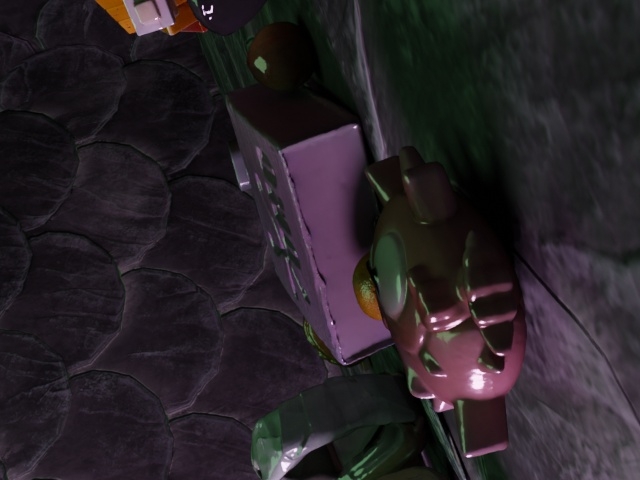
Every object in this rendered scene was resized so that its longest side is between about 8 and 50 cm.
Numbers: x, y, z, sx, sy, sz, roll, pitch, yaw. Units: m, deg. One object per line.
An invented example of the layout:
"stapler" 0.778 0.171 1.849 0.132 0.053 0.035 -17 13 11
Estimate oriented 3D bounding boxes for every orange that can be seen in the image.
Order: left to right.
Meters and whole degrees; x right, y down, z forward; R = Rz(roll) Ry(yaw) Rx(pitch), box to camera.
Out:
"orange" 0.071 0.047 0.795 0.085 0.085 0.085 157 90 -85

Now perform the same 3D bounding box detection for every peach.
"peach" -0.048 -0.218 0.888 0.083 0.083 0.083 157 90 -85

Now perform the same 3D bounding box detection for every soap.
"soap" -0.010 -0.040 0.943 0.285 0.107 0.296 -132 25 -62

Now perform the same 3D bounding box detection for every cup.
"cup" -0.101 -0.160 1.390 0.128 0.129 0.095 -116 13 -65

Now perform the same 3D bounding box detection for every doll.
"doll" 0.086 0.038 0.512 0.262 0.093 0.211 154 100 -87

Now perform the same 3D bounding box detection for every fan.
"fan" 0.162 0.249 1.077 0.131 0.009 0.240 83 163 -72

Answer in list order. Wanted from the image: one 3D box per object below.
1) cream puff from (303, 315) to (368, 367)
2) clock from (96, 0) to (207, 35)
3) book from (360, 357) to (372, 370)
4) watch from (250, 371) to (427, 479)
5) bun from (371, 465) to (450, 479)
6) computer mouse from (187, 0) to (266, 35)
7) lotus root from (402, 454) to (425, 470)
"cream puff" 0.040 0.135 1.218 0.103 0.126 0.144 22 -128 -76
"clock" -0.176 -0.354 0.871 0.309 0.166 0.235 -83 -24 -61
"book" 0.020 0.095 1.742 0.374 0.028 0.262 -119 8 -45
"watch" 0.016 0.315 1.219 0.241 0.253 0.161 20 -148 -42
"bun" 0.120 0.527 1.115 0.352 0.227 0.349 31 -133 -70
"computer mouse" -0.082 -0.322 0.700 0.137 0.086 0.269 50 -149 -67
"lotus root" 0.121 0.477 1.444 0.260 0.149 0.267 59 -156 0
